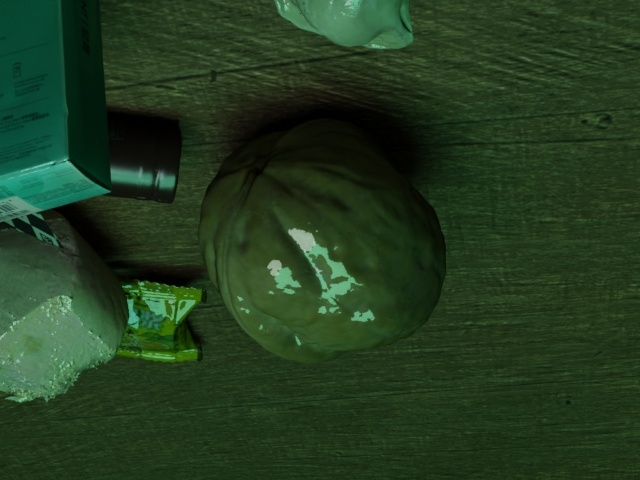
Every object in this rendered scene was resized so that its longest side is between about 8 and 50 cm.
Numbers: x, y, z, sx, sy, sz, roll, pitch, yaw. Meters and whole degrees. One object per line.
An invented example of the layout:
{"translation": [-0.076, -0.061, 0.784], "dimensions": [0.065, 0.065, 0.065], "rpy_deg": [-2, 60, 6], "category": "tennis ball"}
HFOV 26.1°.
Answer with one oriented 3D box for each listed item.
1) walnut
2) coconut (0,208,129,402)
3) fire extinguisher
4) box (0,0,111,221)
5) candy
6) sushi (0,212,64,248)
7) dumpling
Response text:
{"translation": [0.000, 0.000, 2.006], "dimensions": [0.381, 0.381, 0.381], "rpy_deg": [0, 148, 0], "category": "walnut"}
{"translation": [-0.484, 0.095, 2.202], "dimensions": [0.297, 0.297, 0.309], "rpy_deg": [-12, 148, 20], "category": "coconut"}
{"translation": [-0.375, -0.131, 2.006], "dimensions": [0.337, 0.114, 0.135], "rpy_deg": [7, -169, -11], "category": "fire extinguisher"}
{"translation": [-0.377, -0.189, 1.711], "dimensions": [0.205, 0.311, 0.118], "rpy_deg": [-14, 157, 14], "category": "box"}
{"translation": [-0.296, 0.150, 2.467], "dimensions": [0.187, 0.081, 0.297], "rpy_deg": [4, 148, -2], "category": "candy"}
{"translation": [-0.474, -0.097, 1.912], "dimensions": [0.279, 0.043, 0.192], "rpy_deg": [20, 153, 33], "category": "sushi"}
{"translation": [0.011, -0.326, 1.681], "dimensions": [0.179, 0.131, 0.252], "rpy_deg": [7, 143, 33], "category": "dumpling"}
